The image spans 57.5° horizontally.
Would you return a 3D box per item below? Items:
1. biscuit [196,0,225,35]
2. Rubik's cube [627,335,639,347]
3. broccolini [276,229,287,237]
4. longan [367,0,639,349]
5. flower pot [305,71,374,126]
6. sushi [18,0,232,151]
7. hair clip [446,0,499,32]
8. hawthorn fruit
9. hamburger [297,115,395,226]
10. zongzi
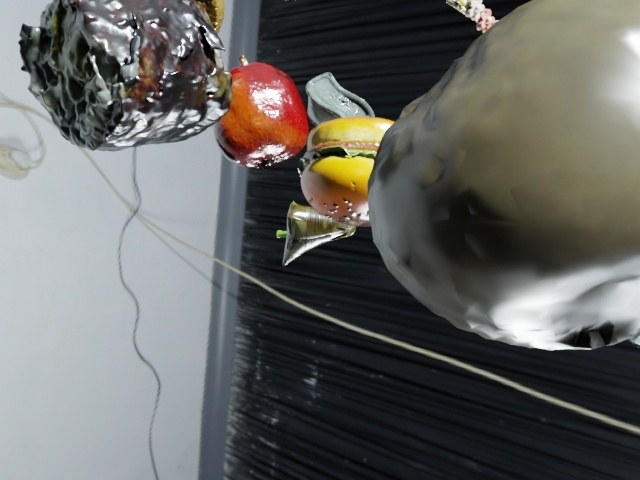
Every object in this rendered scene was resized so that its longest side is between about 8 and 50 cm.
[{"bbox_3d":[-0.402,-0.684,1.678,0.075,0.296,0.295,-48,133,-48],"label":"biscuit"},{"bbox_3d":[0.696,0.063,0.907,0.283,0.289,0.293,-60,160,-18],"label":"Rubik's cube"},{"bbox_3d":[-0.012,-0.041,1.653,0.051,0.239,0.054,44,35,-63],"label":"broccolini"},{"bbox_3d":[0.290,-0.064,0.694,0.436,0.404,0.404,-47,139,5],"label":"longan"},{"bbox_3d":[0.053,-0.342,1.578,0.103,0.229,0.108,-38,156,-17],"label":"flower pot"},{"bbox_3d":[-0.345,-0.316,1.082,0.294,0.299,0.281,-21,155,-51],"label":"sushi"},{"bbox_3d":[0.408,-0.561,1.473,0.214,0.056,0.062,25,87,-27],"label":"hair clip"},{"bbox_3d":[-0.173,-0.350,1.586,0.265,0.265,0.307,-8,79,-51],"label":"hawthorn fruit"},{"bbox_3d":[0.076,-0.109,1.063,0.246,0.246,0.169,27,66,-51],"label":"hamburger"},{"bbox_3d":[0.000,0.000,1.509,0.084,0.187,0.184,-88,-174,-58],"label":"zongzi"}]
